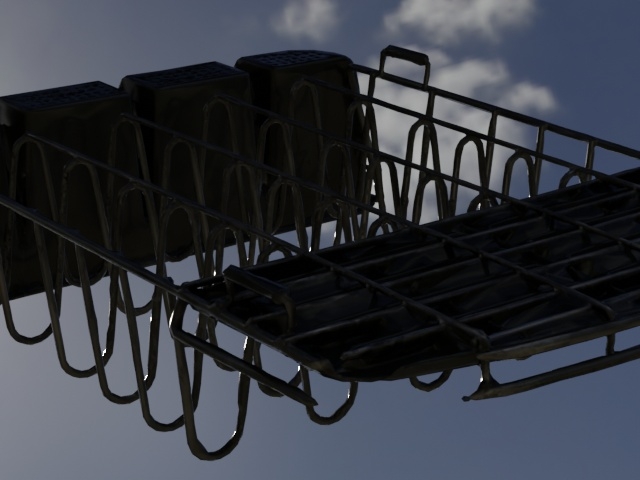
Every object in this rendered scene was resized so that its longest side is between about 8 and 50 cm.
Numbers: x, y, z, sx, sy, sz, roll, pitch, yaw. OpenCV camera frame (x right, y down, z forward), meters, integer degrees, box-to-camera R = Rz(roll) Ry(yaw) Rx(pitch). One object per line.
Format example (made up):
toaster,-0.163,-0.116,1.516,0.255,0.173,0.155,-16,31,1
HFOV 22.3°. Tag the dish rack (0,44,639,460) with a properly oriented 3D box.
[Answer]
dish rack,0.000,0.000,0.491,0.208,0.271,0.074,-16,-66,-35
